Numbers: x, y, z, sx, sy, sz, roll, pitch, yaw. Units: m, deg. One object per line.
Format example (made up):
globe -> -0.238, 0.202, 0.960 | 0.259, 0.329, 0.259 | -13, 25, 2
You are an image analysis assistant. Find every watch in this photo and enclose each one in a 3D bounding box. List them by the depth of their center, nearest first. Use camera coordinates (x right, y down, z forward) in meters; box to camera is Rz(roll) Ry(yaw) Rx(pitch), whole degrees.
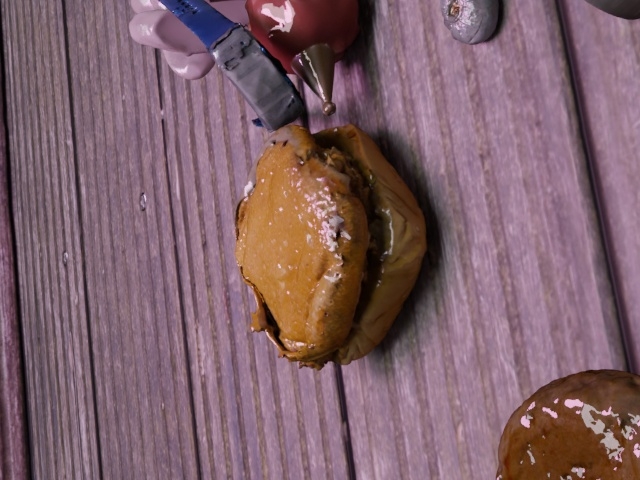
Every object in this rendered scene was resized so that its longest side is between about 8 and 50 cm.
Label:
watch -> -0.131, -0.266, 1.456 | 0.068, 0.276, 0.274 | -40, 13, -1

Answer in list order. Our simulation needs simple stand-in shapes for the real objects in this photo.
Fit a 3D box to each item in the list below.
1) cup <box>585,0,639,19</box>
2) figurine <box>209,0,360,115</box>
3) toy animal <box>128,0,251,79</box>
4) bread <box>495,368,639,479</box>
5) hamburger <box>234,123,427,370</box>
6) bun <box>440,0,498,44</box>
cup -> 0.284, -0.306, 0.864 | 0.234, 0.186, 0.258 | -43, 19, 41
figurine -> -0.037, -0.327, 1.463 | 0.387, 0.207, 0.166 | 60, 172, 26
toy animal -> -0.207, -0.398, 1.710 | 0.265, 0.206, 0.271 | 27, 100, 66
bread -> 0.270, 0.228, 0.971 | 0.230, 0.123, 0.230 | -3, 86, 53
hamburger -> 0.000, 0.000, 1.379 | 0.319, 0.158, 0.318 | -1, 88, 57
bun -> 0.168, -0.264, 1.217 | 0.083, 0.045, 0.083 | 14, 106, 60
